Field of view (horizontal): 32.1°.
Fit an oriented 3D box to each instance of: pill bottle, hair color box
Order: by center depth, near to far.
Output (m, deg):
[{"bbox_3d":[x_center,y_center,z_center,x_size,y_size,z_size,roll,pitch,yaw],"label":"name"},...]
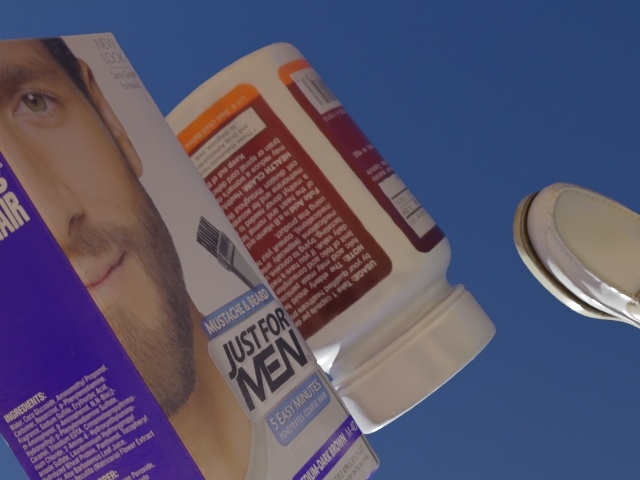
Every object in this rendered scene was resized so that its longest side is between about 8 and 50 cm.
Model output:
[{"bbox_3d":[-0.116,0.046,0.666,0.110,0.185,0.339,-34,-91,23],"label":"hair color box"},{"bbox_3d":[0.000,0.000,1.223,0.224,0.224,0.392,-38,-93,14],"label":"pill bottle"}]

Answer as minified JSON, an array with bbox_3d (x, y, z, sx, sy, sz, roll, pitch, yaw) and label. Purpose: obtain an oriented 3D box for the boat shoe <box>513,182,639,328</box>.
[{"bbox_3d":[0.310,0.033,0.992,0.103,0.302,0.113,-20,-134,58],"label":"boat shoe"}]
